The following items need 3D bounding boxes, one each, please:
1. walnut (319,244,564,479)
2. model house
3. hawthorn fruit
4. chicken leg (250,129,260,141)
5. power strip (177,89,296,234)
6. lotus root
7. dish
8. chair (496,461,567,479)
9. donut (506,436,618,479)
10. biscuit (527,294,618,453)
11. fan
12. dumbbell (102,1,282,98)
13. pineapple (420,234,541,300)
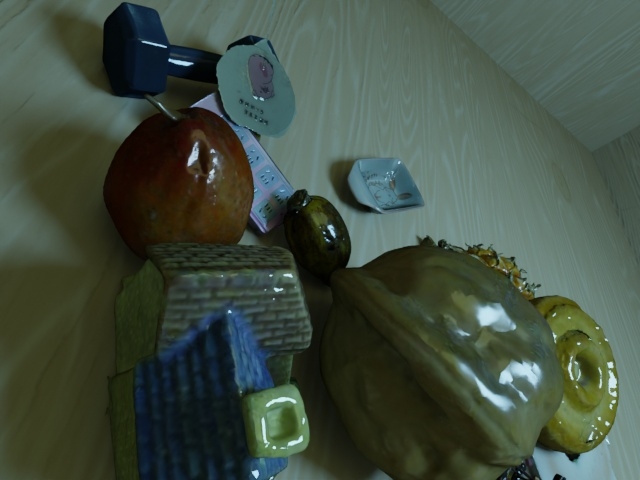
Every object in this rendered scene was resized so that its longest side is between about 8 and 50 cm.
[{"bbox_3d":[0.183,0.191,0.671,0.383,0.383,0.384,21,52,-29],"label":"walnut"},{"bbox_3d":[-0.104,0.154,0.506,0.261,0.266,0.321,2,63,-34],"label":"model house"},{"bbox_3d":[-0.194,-0.087,0.576,0.210,0.262,0.211,8,54,-11],"label":"hawthorn fruit"},{"bbox_3d":[-0.186,-0.199,0.803,0.178,0.070,0.093,-47,114,-34],"label":"chicken leg"},{"bbox_3d":[-0.149,-0.140,0.762,0.109,0.037,0.279,-44,106,-27],"label":"power strip"},{"bbox_3d":[0.000,0.000,0.778,0.120,0.120,0.210,-53,130,-45],"label":"lotus root"},{"bbox_3d":[0.149,-0.127,1.032,0.234,0.064,0.154,-11,71,-44],"label":"dish"},{"bbox_3d":[0.278,0.447,0.674,0.106,0.113,0.229,40,71,0],"label":"chair"},{"bbox_3d":[0.481,0.435,0.897,0.382,0.142,0.383,21,52,-29],"label":"donut"},{"bbox_3d":[0.478,0.254,0.804,0.296,0.102,0.297,8,72,-25],"label":"biscuit"},{"bbox_3d":[-0.107,-0.351,0.794,0.182,0.010,0.310,16,74,-40],"label":"fan"},{"bbox_3d":[-0.235,-0.334,0.789,0.316,0.157,0.143,-9,41,-43],"label":"dumbbell"},{"bbox_3d":[0.383,0.078,0.994,0.344,0.209,0.286,-19,77,-43],"label":"pineapple"}]
